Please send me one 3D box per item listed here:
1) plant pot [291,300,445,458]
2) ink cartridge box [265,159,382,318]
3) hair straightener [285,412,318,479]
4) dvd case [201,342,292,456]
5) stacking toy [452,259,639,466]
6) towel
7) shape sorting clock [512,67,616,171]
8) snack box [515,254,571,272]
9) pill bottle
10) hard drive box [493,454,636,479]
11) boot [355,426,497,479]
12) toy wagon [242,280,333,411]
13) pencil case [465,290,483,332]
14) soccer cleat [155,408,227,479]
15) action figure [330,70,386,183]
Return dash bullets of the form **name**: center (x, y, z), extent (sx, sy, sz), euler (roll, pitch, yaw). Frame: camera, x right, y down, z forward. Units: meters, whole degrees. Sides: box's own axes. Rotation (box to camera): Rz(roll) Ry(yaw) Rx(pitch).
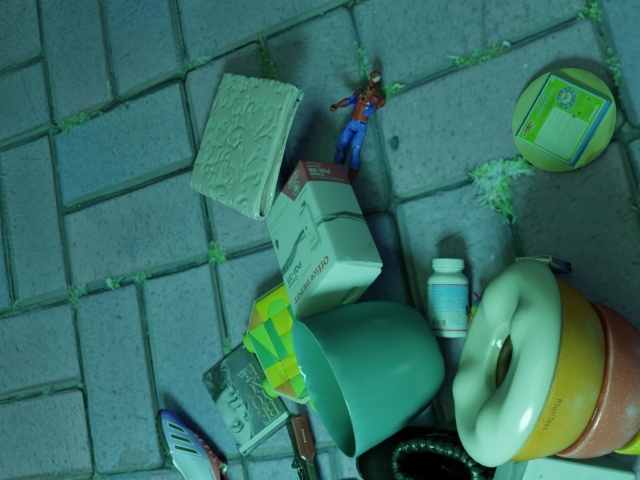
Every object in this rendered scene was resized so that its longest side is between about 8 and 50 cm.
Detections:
- **plant pot**: center (0.107, 0.254, 1.558), extent (0.235, 0.293, 0.293), euler (-21, 71, -16)
- **ink cartridge box**: center (0.000, 0.000, 1.655), extent (0.207, 0.117, 0.283), euler (-55, 42, 40)
- **hair straightener**: center (-0.030, 0.514, 1.754), extent (0.089, 0.047, 0.230), euler (-48, 60, 58)
- **dvd case**: center (-0.182, 0.383, 1.863), extent (0.164, 0.018, 0.221), euler (-41, 68, 20)
- **stacking toy**: center (0.496, 0.256, 1.306), extent (0.480, 0.350, 0.350), euler (17, 95, -6)
- **towel**: center (-0.182, -0.234, 1.836), extent (0.332, 0.053, 0.317), euler (25, 99, 51)
- **shape sorting clock**: center (0.481, -0.238, 1.529), extent (0.206, 0.040, 0.206), euler (-1, 89, 31)
- **snack box**: center (0.425, 0.047, 1.459), extent (0.064, 0.178, 0.022), euler (-7, 80, 29)
- **pill bottle**: center (0.264, 0.119, 1.596), extent (0.087, 0.087, 0.160), euler (-1, 86, 29)
- **hard drive box**: center (0.429, 0.471, 1.395), extent (0.089, 0.232, 0.181), euler (-153, 79, -72)
- **boot**: center (0.184, 0.441, 1.515), extent (0.348, 0.260, 0.131), euler (-15, 79, 27)
- **toy wagon**: center (-0.029, 0.260, 1.759), extent (0.267, 0.068, 0.344), euler (-34, 70, 23)
- **pencil case**: center (0.402, 0.171, 1.511), extent (0.236, 0.104, 0.104), euler (12, 92, 28)
- **soccer cleat**: center (-0.296, 0.537, 1.879), extent (0.116, 0.108, 0.318), euler (-33, 68, 2)
- **action figure**: center (0.063, -0.252, 1.714), extent (0.091, 0.139, 0.280), euler (24, 95, 27)
